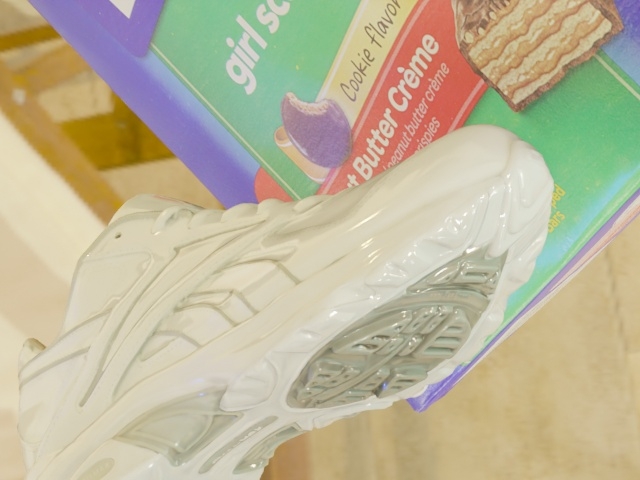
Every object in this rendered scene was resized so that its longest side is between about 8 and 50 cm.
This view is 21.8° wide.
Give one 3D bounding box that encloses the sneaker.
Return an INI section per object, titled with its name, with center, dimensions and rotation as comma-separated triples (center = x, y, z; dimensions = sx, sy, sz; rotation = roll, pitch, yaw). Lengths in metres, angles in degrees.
[sneaker]
center = -0.030, 0.017, 0.571
dimensions = 0.232, 0.090, 0.115
rotation = -35, 59, 20

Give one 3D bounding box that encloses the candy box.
[candy box]
center = 0.020, -0.131, 0.667
dimensions = 0.317, 0.122, 0.268
rotation = 47, 140, 10
